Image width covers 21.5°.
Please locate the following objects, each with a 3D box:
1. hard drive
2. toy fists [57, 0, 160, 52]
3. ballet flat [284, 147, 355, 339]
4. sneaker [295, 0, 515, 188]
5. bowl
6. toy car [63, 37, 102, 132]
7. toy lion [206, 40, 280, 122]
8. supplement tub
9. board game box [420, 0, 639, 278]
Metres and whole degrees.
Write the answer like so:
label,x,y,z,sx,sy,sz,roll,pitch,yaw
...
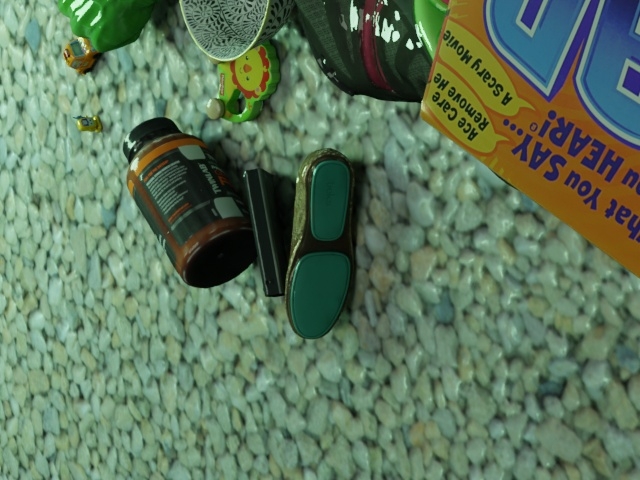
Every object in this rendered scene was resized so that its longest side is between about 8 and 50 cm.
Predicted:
label,x,y,z,sx,sy,sz,roll,pitch,yaw
hard drive,-0.056,-0.007,1.805,0.094,0.022,0.135,20,-120,-84
toy fists,-0.263,-0.362,2.004,0.142,0.096,0.279,-29,71,40
ballet flat,0.000,0.000,1.757,0.067,0.073,0.206,-120,38,-68
sneaker,0.102,-0.203,1.521,0.483,0.185,0.202,55,153,36
bowl,-0.072,-0.276,1.776,0.170,0.080,0.170,14,108,51
toy car,-0.296,-0.199,2.116,0.060,0.040,0.122,-23,78,52
toy lion,-0.082,-0.178,1.852,0.096,0.034,0.100,17,110,42
supplement tub,-0.152,-0.049,1.900,0.198,0.106,0.106,57,136,29
board game box,0.341,-0.166,1.025,0.356,0.356,0.356,41,126,42
